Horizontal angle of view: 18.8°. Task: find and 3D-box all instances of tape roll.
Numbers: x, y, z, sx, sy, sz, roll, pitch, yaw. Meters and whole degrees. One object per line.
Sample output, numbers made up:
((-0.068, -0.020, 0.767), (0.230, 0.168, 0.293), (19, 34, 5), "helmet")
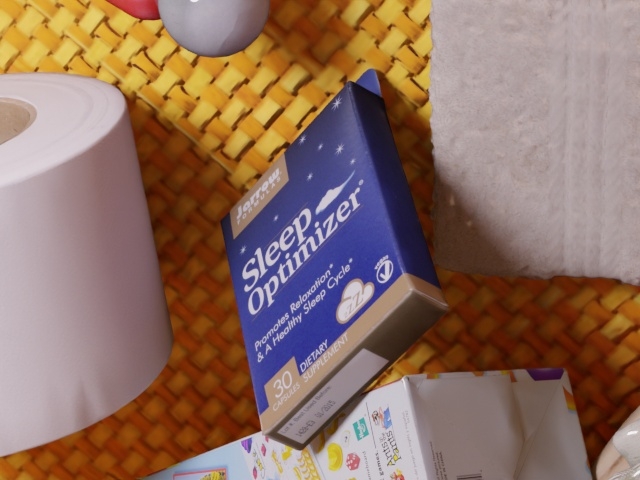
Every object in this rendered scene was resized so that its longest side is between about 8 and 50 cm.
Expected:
((-0.225, 0.011, 1.217), (0.246, 0.246, 0.169), (-2, 113, 15), "tape roll")

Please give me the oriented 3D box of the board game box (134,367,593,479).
((0.026, 0.184, 1.212), (0.275, 0.142, 0.144), (-25, 72, 45), "board game box")

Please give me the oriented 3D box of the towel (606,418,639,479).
((0.339, 0.184, 1.083), (0.324, 0.056, 0.312), (-33, 105, 23), "towel")

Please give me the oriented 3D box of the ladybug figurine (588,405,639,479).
((0.324, 0.174, 1.195), (0.305, 0.162, 0.449), (41, 117, -5), "ladybug figurine")

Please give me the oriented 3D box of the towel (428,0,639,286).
((0.156, -0.103, 1.179), (0.187, 0.049, 0.282), (5, 116, 14), "towel")

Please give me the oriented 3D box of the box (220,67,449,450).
((0.000, 0.000, 1.172), (0.036, 0.225, 0.136), (26, 122, -31), "box")

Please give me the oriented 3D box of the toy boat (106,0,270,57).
((-0.115, -0.247, 1.097), (0.148, 0.267, 0.318), (27, 148, 34), "toy boat")
